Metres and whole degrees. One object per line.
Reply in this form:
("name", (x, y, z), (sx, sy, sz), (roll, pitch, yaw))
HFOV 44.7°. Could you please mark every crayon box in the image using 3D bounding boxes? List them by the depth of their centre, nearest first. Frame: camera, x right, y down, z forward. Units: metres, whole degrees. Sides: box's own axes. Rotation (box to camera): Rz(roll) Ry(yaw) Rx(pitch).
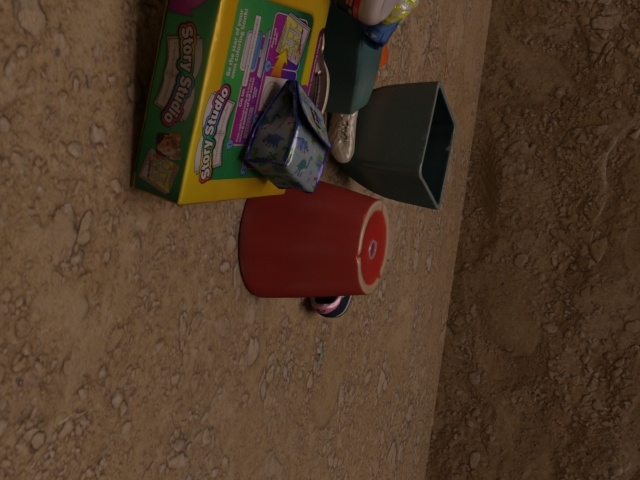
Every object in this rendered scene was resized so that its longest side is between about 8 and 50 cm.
("crayon box", (-0.136, -0.250, 1.260), (0.313, 0.106, 0.363), (-11, 119, -61))

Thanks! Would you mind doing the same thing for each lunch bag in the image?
("lunch bag", (-0.042, -0.170, 1.280), (0.129, 0.096, 0.151), (43, 60, -62))

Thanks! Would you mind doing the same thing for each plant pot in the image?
("plant pot", (0.000, 0.000, 1.608), (0.275, 0.243, 0.275), (8, 90, -69))
("plant pot", (0.038, -0.402, 1.686), (0.165, 0.166, 0.234), (-43, 139, -57))
("plant pot", (0.178, -0.244, 1.954), (0.248, 0.252, 0.247), (45, 56, -64))

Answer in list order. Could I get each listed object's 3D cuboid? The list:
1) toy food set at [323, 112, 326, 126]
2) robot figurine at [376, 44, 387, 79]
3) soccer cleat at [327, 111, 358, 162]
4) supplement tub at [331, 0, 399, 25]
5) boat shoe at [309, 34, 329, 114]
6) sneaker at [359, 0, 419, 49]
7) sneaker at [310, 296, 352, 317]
("toy food set", (-0.022, -0.239, 1.762), (0.192, 0.038, 0.132), (-68, 161, -58))
("robot figurine", (0.092, -0.484, 1.834), (0.158, 0.128, 0.219), (-36, 134, -33))
("soccer cleat", (0.057, -0.283, 1.849), (0.076, 0.068, 0.196), (150, -56, -66))
("supplement tub", (0.029, -0.522, 1.364), (0.191, 0.272, 0.191), (-56, 173, -10))
("boat shoe", (-0.044, -0.381, 1.522), (0.097, 0.117, 0.324), (-40, 130, -80))
("sneaker", (0.127, -0.460, 1.571), (0.126, 0.091, 0.240), (-50, -175, 24))
("sneaker", (0.045, 0.032, 1.904), (0.131, 0.112, 0.319), (21, 76, -71))
